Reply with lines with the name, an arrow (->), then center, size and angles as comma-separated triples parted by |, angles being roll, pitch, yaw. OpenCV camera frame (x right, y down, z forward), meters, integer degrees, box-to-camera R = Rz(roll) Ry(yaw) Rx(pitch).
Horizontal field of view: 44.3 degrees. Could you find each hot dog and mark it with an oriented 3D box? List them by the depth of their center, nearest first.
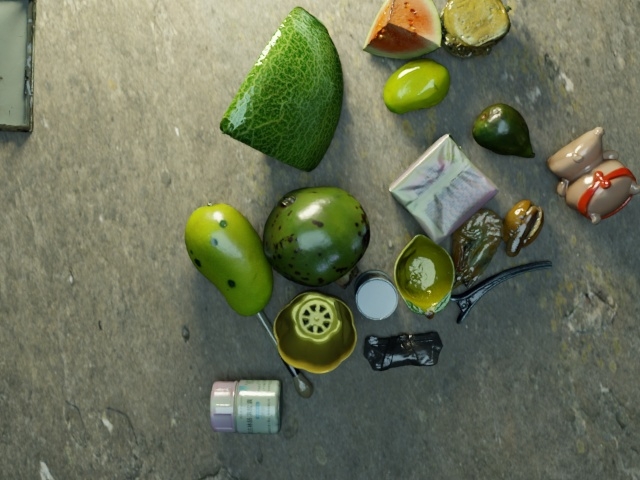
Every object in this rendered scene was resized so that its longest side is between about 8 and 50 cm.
hot dog -> 0.484, -0.029, 1.904 | 0.090, 0.060, 0.140 | 38, 99, 2

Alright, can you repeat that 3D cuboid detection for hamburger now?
hamburger -> 0.359, -0.508, 1.827 | 0.185, 0.131, 0.159 | -22, 87, -4

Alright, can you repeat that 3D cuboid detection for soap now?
soap -> 0.287, -0.123, 1.858 | 0.199, 0.138, 0.182 | -43, 92, 5

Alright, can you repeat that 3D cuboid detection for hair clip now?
hair clip -> 0.439, 0.106, 1.927 | 0.275, 0.048, 0.083 | -28, 90, 3

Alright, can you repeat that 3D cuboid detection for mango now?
mango -> 0.226, -0.368, 1.858 | 0.163, 0.089, 0.117 | -13, 95, 3
mango -> -0.213, 0.046, 1.883 | 0.175, 0.143, 0.293 | -26, 98, 19

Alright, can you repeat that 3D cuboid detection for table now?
table -> -0.804, -0.421, 1.780 | 0.223, 0.272, 0.334 | 3, 96, 0

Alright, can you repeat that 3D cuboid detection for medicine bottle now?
medicine bottle -> -0.180, 0.407, 1.927 | 0.169, 0.135, 0.135 | 1, 96, 2

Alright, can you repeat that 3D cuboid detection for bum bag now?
bum bag -> 0.205, 0.275, 1.950 | 0.198, 0.049, 0.087 | -6, 72, 2

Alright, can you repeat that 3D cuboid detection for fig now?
fig -> 0.451, -0.245, 1.866 | 0.178, 0.117, 0.117 | 36, 96, -13

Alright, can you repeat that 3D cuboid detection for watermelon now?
watermelon -> 0.183, -0.499, 1.843 | 0.137, 0.145, 0.192 | -22, 82, -27

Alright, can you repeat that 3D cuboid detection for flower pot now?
flower pot -> -0.012, 0.201, 1.877 | 0.195, 0.179, 0.195 | 0, 97, 0

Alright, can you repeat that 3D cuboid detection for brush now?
brush -> -0.101, 0.264, 1.963 | 0.042, 0.039, 0.299 | -30, 92, 0

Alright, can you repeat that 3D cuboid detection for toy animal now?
toy animal -> 0.643, -0.148, 1.847 | 0.171, 0.171, 0.197 | -34, 87, 4

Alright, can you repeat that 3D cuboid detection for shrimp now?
shrimp -> 0.365, 0.022, 1.912 | 0.115, 0.051, 0.217 | 27, 97, 21

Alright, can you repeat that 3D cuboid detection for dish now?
dish -> 0.248, 0.085, 1.911 | 0.149, 0.080, 0.207 | -6, 95, -2

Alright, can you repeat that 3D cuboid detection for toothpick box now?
toothpick box -> 0.132, 0.128, 1.880 | 0.101, 0.153, 0.101 | 0, 96, 1

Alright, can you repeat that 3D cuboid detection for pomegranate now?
pomegranate -> 0.000, 0.000, 1.835 | 0.254, 0.254, 0.270 | -42, 105, 5

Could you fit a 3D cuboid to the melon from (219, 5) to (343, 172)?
melon -> -0.073, -0.362, 1.815 | 0.331, 0.226, 0.343 | 19, 98, -40
